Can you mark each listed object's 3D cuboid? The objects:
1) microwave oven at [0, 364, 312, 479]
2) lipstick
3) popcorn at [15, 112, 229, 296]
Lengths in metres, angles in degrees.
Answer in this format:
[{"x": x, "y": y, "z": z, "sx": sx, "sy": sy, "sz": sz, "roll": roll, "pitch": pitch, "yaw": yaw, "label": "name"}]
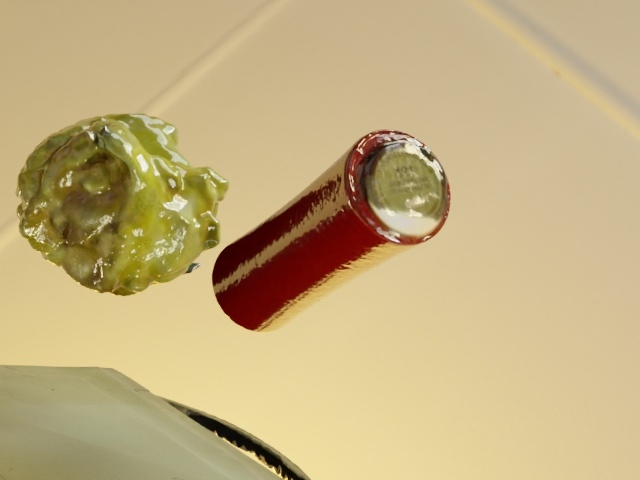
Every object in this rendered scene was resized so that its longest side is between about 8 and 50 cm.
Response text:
[{"x": -0.208, "y": 0.274, "z": 1.031, "sx": 0.394, "sy": 0.333, "sz": 0.247, "roll": 22, "pitch": -77, "yaw": 49, "label": "microwave oven"}, {"x": 0.000, "y": 0.000, "z": 0.890, "sx": 0.241, "sy": 0.080, "sz": 0.080, "roll": -33, "pitch": -141, "yaw": 58, "label": "lipstick"}, {"x": -0.161, "y": -0.031, "z": 1.056, "sx": 0.173, "sy": 0.173, "sz": 0.142, "roll": 14, "pitch": -75, "yaw": 28, "label": "popcorn"}]
